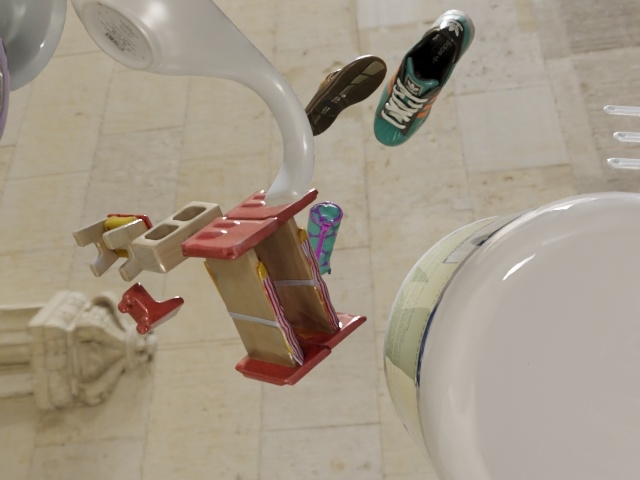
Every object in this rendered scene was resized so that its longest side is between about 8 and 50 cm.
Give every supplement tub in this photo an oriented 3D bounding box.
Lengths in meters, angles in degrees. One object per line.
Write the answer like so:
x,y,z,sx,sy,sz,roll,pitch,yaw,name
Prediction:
0.171,0.093,0.598,0.325,0.235,0.236,130,135,-88,supplement tub

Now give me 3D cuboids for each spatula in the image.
0.490,-0.127,1.024,0.168,0.241,0.019,-75,-16,-44,spatula

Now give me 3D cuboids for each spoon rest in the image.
-0.102,-0.150,0.677,0.276,0.137,0.084,47,-120,-24,spoon rest

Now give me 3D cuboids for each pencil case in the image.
0.000,0.000,1.494,0.070,0.064,0.152,-86,6,-47,pencil case

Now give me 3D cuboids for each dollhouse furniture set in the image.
-0.147,0.048,1.088,0.152,0.374,0.201,-38,-61,-37,dollhouse furniture set

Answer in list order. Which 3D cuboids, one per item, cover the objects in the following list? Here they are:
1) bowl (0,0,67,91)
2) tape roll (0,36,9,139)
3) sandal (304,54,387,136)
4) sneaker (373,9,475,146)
-0.588,-0.412,1.367,0.298,0.134,0.298,-53,-25,-40,bowl
-0.536,-0.229,1.198,0.189,0.080,0.189,-176,90,-84,tape roll
0.033,-0.291,1.567,0.090,0.219,0.060,24,-145,-41,sandal
0.176,-0.295,1.508,0.302,0.108,0.121,-59,-8,34,sneaker
